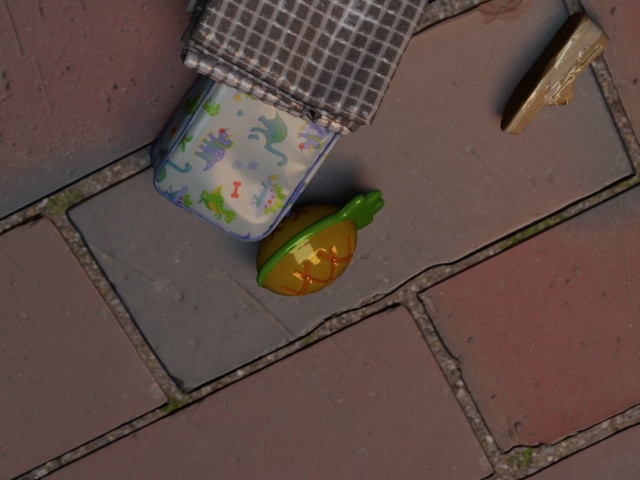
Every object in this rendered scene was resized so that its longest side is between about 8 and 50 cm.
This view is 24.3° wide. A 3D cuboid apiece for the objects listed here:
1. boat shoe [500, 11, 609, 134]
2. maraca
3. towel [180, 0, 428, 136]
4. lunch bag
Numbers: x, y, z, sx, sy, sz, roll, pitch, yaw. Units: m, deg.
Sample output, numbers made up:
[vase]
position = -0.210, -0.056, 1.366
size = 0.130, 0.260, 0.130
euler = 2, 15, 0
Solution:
[boat shoe]
position = 0.283, -0.189, 1.780
size = 0.059, 0.063, 0.170
euler = 32, 107, -15
[maraca]
position = 0.000, 0.000, 1.809
size = 0.185, 0.127, 0.099
euler = -36, 77, -1
[towel]
position = -0.001, -0.278, 1.613
size = 0.235, 0.121, 0.284
euler = 25, 86, -21
[lunch bag]
position = -0.084, -0.118, 1.744
size = 0.176, 0.090, 0.219
euler = 28, 108, -20
